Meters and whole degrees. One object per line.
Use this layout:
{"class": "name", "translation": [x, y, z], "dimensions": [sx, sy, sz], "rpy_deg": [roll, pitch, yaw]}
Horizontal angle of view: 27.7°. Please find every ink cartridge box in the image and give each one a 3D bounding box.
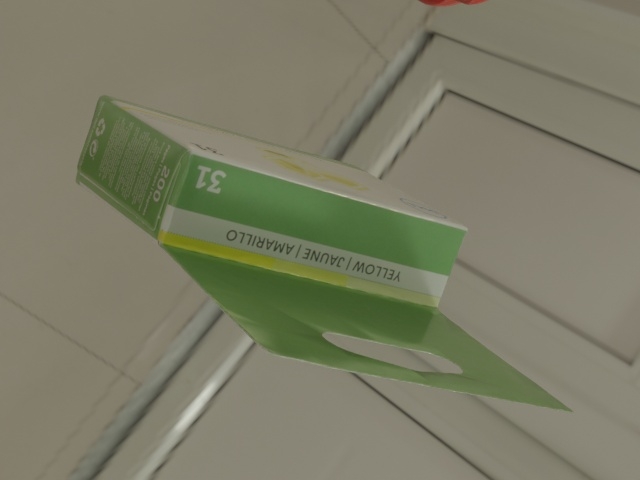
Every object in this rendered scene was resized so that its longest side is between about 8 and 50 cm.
{"class": "ink cartridge box", "translation": [0.000, 0.000, 0.625], "dimensions": [0.171, 0.235, 0.056], "rpy_deg": [14, 100, -33]}

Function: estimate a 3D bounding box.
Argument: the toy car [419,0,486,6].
{"class": "toy car", "translation": [0.116, -0.212, 0.767], "dimensions": [0.239, 0.053, 0.225], "rpy_deg": [-47, 171, 29]}
